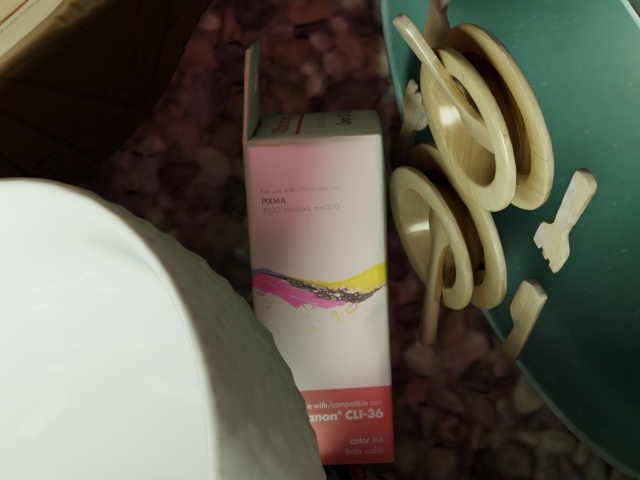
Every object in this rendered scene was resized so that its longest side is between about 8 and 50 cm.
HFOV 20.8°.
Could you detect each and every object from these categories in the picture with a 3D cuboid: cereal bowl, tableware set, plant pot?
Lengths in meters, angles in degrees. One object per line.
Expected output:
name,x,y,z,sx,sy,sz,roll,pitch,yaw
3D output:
cereal bowl,-0.124,0.154,0.708,0.141,0.339,0.339,29,101,-46
tableware set,0.059,-0.026,0.797,0.039,0.194,0.128,-24,68,-16
plant pot,0.181,-0.060,0.783,0.196,0.293,0.293,-24,100,-16

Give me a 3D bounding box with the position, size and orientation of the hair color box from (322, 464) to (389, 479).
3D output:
hair color box,-0.101,0.160,0.893,0.347,0.105,0.174,27,100,-6

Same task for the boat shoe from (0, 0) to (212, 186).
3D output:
boat shoe,-0.121,-0.127,0.852,0.302,0.109,0.098,-50,57,8

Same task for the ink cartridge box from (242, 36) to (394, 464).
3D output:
ink cartridge box,0.000,0.000,0.858,0.067,0.115,0.198,-3,101,1
